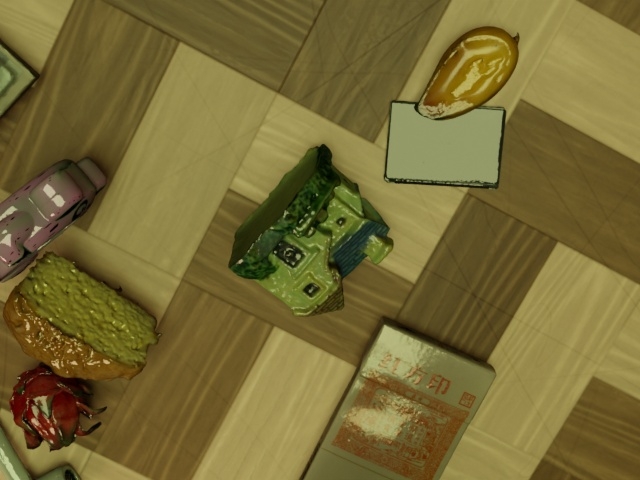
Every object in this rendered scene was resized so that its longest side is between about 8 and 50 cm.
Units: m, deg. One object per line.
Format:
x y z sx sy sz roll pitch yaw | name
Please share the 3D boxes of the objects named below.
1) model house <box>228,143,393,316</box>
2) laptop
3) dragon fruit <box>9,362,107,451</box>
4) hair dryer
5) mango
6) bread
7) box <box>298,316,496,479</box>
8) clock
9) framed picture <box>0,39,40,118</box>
0.000 0.000 1.413 0.189 0.195 0.214 40 102 -16 | model house
0.192 -0.147 1.464 0.180 0.016 0.129 4 102 -2 | laptop
-0.426 0.263 1.501 0.121 0.130 0.142 -35 89 -37 | dragon fruit
-0.500 0.353 1.550 0.131 0.073 0.236 -30 91 4 | hair dryer
0.222 -0.248 1.417 0.101 0.066 0.187 43 98 -11 | mango
-0.372 0.130 1.448 0.229 0.143 0.139 36 136 -17 | bread
0.112 0.325 1.544 0.205 0.051 0.365 25 101 -5 | box
-0.431 -0.019 1.379 0.248 0.227 0.090 -39 99 9 | clock
-0.685 -0.198 1.406 0.326 0.028 0.446 43 100 -11 | framed picture
